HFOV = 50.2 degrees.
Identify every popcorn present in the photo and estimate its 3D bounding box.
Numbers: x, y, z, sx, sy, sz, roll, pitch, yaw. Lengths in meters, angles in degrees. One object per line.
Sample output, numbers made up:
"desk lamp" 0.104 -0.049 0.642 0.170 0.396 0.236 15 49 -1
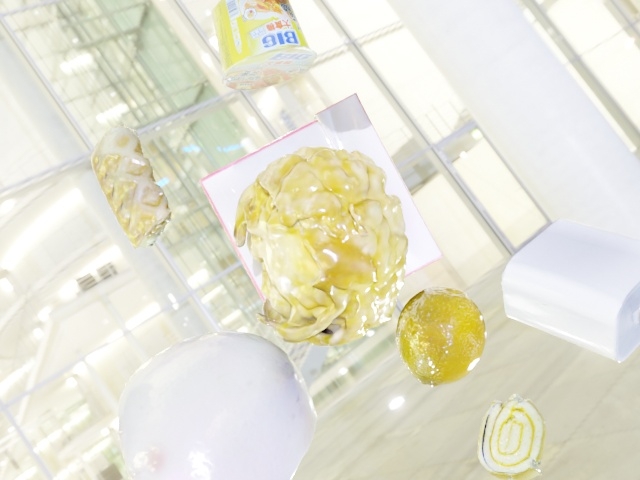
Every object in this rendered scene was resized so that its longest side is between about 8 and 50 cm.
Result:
"popcorn" 0.000 0.000 0.817 0.190 0.250 0.250 -6 -16 -21

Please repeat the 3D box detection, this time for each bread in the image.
"bread" 0.351 0.358 1.243 0.118 0.156 0.064 6 -19 34
"bread" -0.333 -0.093 1.181 0.088 0.231 0.128 -11 -29 -31

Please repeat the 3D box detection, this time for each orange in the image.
"orange" 0.111 0.091 0.642 0.085 0.085 0.095 -23 -52 -71

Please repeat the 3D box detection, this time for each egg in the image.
"egg" -0.093 0.195 0.742 0.162 0.206 0.271 -34 23 13

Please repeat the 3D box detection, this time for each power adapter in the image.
"power adapter" 0.430 0.075 1.019 0.187 0.124 0.255 -34 35 -28

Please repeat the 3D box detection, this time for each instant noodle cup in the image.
"instant noodle cup" -0.127 -0.412 1.384 0.205 0.152 0.205 -19 -4 -1

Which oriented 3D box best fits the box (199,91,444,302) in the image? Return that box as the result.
"box" -0.005 -0.036 1.228 0.300 0.312 0.314 -28 0 -3
